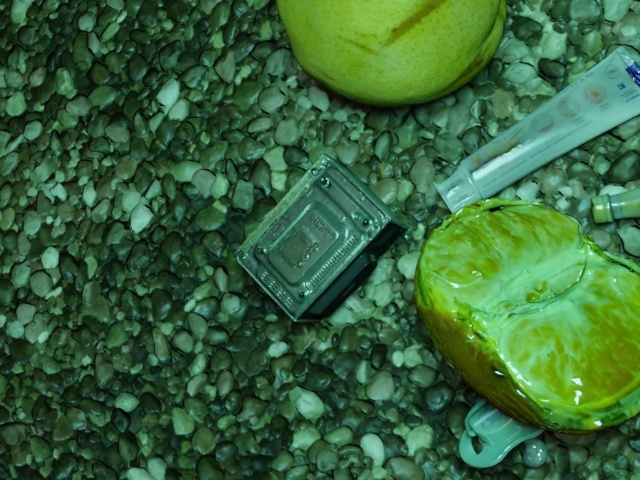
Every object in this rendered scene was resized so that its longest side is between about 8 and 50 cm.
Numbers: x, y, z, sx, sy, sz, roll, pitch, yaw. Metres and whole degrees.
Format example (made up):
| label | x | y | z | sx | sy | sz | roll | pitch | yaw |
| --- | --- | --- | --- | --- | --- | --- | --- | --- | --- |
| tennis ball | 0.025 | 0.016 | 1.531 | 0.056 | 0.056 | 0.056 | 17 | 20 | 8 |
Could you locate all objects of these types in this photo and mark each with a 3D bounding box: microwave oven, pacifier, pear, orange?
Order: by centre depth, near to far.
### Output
| label | x | y | z | sx | sy | sz | roll | pitch | yaw |
| --- | --- | --- | --- | --- | --- | --- | --- | --- | --- |
| orange | 0.280 | 0.098 | 1.002 | 0.262 | 0.196 | 0.334 | -41 | 48 | -14 |
| pacifier | 0.261 | 0.258 | 1.071 | 0.150 | 0.127 | 0.116 | -42 | 110 | 5 |
| pear | 0.100 | -0.331 | 1.084 | 0.314 | 0.314 | 0.315 | -2 | 83 | 19 |
| microwave oven | 0.000 | 0.000 | 1.161 | 0.163 | 0.129 | 0.205 | 45 | 100 | 19 |

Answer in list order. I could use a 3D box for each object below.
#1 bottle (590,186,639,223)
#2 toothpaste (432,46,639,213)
| label | x | y | z | sx | sy | sz | roll | pitch | yaw |
| --- | --- | --- | --- | --- | --- | --- | --- | --- | --- |
| bottle | 0.490 | -0.063 | 1.025 | 0.269 | 0.083 | 0.083 | -9 | 81 | 22 |
| toothpaste | 0.309 | -0.145 | 1.108 | 0.323 | 0.066 | 0.100 | -33 | 70 | 8 |
